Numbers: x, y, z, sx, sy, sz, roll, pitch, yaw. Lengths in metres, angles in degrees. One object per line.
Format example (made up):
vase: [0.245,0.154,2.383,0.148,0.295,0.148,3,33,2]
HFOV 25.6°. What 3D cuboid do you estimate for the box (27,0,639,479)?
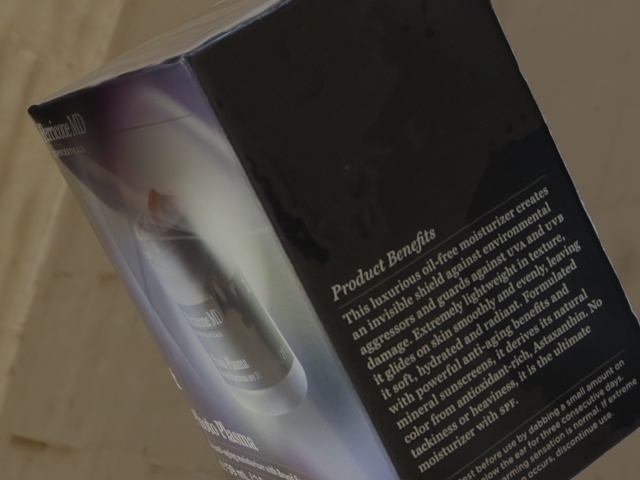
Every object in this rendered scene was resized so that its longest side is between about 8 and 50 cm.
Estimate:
box: [0.000,0.000,0.826,0.183,0.294,0.296,-31,-167,-23]
